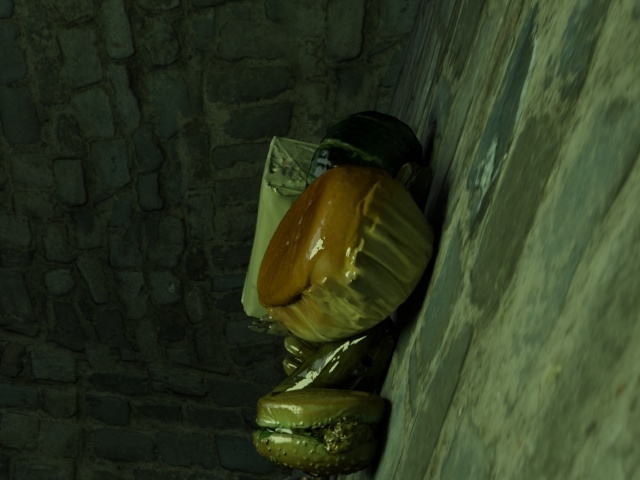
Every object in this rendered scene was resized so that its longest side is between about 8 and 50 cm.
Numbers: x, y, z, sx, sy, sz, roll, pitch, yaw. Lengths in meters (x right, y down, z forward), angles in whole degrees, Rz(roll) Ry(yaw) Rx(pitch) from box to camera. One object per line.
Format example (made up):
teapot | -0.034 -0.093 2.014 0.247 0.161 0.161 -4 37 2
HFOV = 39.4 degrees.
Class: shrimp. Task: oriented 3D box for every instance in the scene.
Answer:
shrimp | 0.129 0.002 1.438 0.173 0.058 0.253 -89 10 -55

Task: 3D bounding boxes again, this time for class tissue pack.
tissue pack | 0.000 0.000 1.888 0.207 0.297 0.380 -80 5 -49

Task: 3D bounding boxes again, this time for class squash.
squash | 0.076 -0.100 1.572 0.252 0.165 0.252 -50 -29 -42

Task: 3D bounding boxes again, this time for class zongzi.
zongzi | 0.010 0.188 1.396 0.205 0.204 0.094 107 150 -44

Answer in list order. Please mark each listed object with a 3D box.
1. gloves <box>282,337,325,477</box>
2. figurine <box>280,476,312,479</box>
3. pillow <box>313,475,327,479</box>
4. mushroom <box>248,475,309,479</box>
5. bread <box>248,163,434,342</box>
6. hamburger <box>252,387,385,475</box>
gloves | 0.005 0.313 1.826 0.154 0.141 0.331 -19 -63 -60
figurine | -0.049 0.545 1.776 0.222 0.145 0.145 164 120 -88
pillow | -0.024 0.620 2.023 0.126 0.043 0.233 -75 0 -74
mushroom | -0.085 0.503 1.429 0.283 0.263 0.195 -40 -51 -33
bread | 0.018 0.020 1.319 0.236 0.183 0.388 -57 12 -27
hamburger | -0.002 0.275 1.285 0.215 0.189 0.122 120 154 -82
